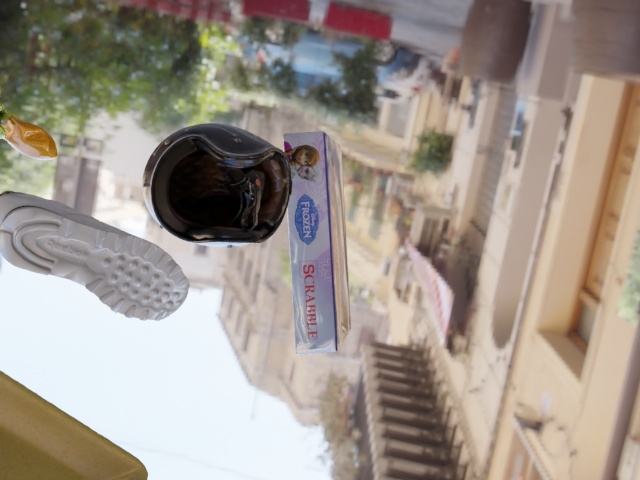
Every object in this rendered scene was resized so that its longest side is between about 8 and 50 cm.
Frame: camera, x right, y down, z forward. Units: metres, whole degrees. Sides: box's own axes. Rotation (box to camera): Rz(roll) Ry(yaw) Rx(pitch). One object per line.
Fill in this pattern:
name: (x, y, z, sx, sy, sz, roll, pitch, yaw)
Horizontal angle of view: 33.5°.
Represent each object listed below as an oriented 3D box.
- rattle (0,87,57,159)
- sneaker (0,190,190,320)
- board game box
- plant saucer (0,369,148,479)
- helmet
rattle: (-0.415, -0.101, 1.269, 0.130, 0.142, 0.199, -23, -154, 11)
sneaker: (-0.246, 0.010, 1.160, 0.235, 0.090, 0.095, 32, -176, -33)
board game box: (0.000, 0.000, 1.660, 0.066, 0.318, 0.318, -3, -178, 5)
plant saucer: (-0.418, 0.404, 1.524, 0.081, 0.332, 0.333, -26, 129, 30)
helmet: (-0.135, -0.070, 1.331, 0.162, 0.169, 0.169, 11, -171, 23)
